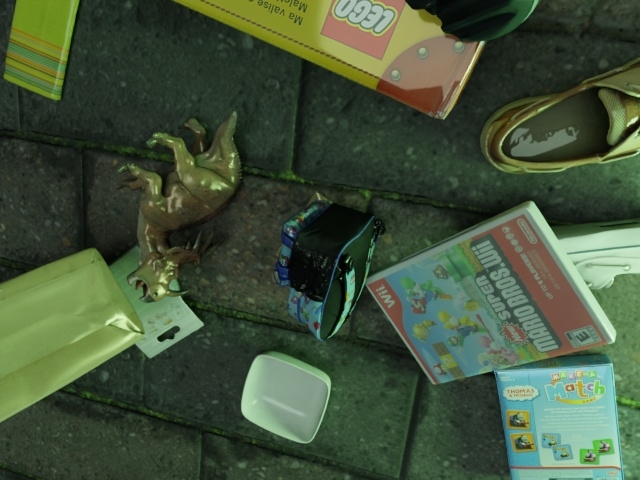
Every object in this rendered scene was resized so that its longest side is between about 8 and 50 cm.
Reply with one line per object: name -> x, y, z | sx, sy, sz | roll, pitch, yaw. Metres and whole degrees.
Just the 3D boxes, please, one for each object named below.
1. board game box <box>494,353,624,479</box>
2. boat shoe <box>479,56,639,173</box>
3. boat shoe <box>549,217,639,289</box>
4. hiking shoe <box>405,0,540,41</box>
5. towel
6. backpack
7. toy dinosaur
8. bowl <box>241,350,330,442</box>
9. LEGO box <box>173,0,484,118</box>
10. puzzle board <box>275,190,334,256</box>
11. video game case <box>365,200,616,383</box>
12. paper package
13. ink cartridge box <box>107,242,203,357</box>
board game box -> 0.358, 0.279, 0.811 | 0.160, 0.039, 0.211 | -8, 104, 18
boat shoe -> 0.359, -0.148, 0.645 | 0.325, 0.116, 0.123 | -19, 100, 20
boat shoe -> 0.362, 0.023, 0.706 | 0.258, 0.095, 0.084 | -5, 100, 18
hiking shoe -> 0.050, -0.262, 0.325 | 0.132, 0.113, 0.304 | -38, 86, -8
towel -> -0.441, -0.354, 0.866 | 0.102, 0.021, 0.237 | 24, 110, 2
backpack -> 0.005, 0.047, 0.777 | 0.117, 0.158, 0.173 | 21, 122, 17
toy dinosaur -> -0.198, -0.062, 0.832 | 0.296, 0.127, 0.200 | -41, 99, 10
bowl -> -0.056, 0.258, 0.914 | 0.142, 0.053, 0.141 | 20, 110, 9
LEGO box -> -0.045, -0.326, 0.572 | 0.501, 0.372, 0.193 | 26, 111, 8
puzzle board -> 0.000, 0.000, 0.847 | 0.096, 0.011, 0.128 | 35, 112, 3
video game case -> 0.217, 0.089, 0.750 | 0.285, 0.025, 0.204 | -30, 96, 43
paper package -> -0.483, 0.153, 0.817 | 0.325, 0.310, 0.168 | -14, 102, 49
ink cartridge box -> -0.305, 0.104, 0.954 | 0.146, 0.045, 0.179 | -33, 104, 21
